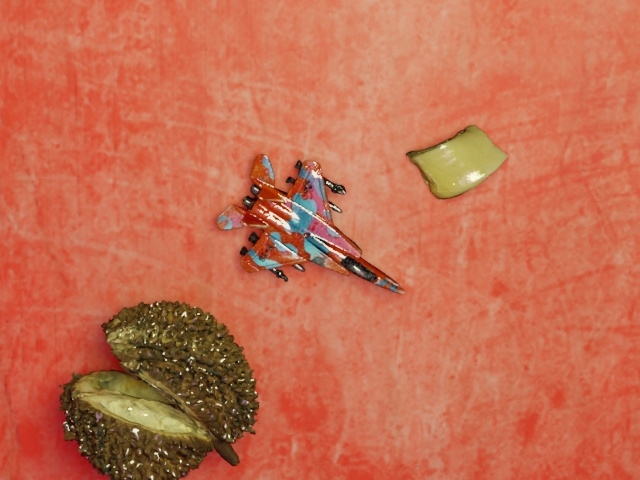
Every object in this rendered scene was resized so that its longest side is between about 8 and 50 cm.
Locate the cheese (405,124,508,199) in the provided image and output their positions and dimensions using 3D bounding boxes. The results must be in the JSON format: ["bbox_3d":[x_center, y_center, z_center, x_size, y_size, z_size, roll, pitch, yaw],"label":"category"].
[{"bbox_3d":[0.131,-0.076,1.545,0.084,0.041,0.060,-30,103,12],"label":"cheese"}]

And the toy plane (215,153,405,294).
[{"bbox_3d":[0.000,-0.001,1.565,0.189,0.061,0.130,30,106,-13],"label":"toy plane"}]

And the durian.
[{"bbox_3d":[-0.147,0.159,1.569,0.196,0.167,0.196,-2,115,-5],"label":"durian"}]
